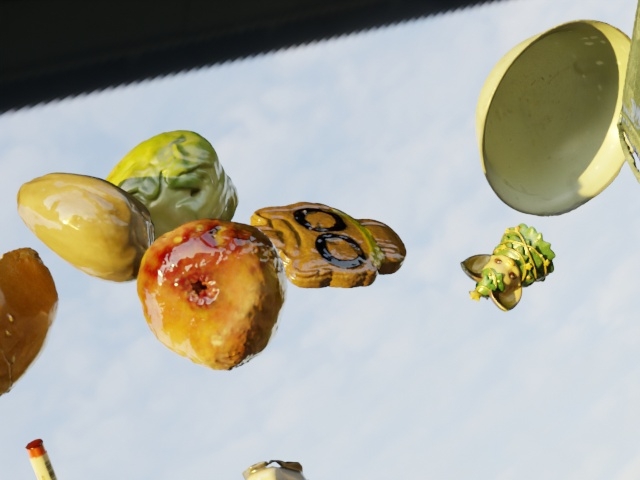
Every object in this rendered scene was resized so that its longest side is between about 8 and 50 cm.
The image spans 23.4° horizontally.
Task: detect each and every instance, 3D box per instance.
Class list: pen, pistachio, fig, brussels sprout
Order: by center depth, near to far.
[{"bbox_3d":[-0.103,0.072,1.652,0.159,0.159,0.257,-33,-17,-6],"label":"fig"},{"bbox_3d":[-0.279,-0.021,1.851,0.108,0.185,0.126,-46,-14,-56],"label":"pistachio"},{"bbox_3d":[-0.335,0.358,2.003,0.026,0.026,0.218,-23,-73,-21],"label":"pen"},{"bbox_3d":[-0.215,-0.050,2.030,0.223,0.161,0.223,-24,6,3],"label":"brussels sprout"}]

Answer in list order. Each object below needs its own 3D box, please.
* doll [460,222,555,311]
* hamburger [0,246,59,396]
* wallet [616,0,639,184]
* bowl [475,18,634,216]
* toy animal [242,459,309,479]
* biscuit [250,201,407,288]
[{"bbox_3d":[0.208,0.040,1.766,0.113,0.078,0.077,-40,-13,-14],"label":"doll"},{"bbox_3d":[-0.413,0.116,1.827,0.283,0.157,0.144,-36,-7,-40],"label":"hamburger"},{"bbox_3d":[0.361,-0.234,1.515,0.075,0.237,0.342,8,-68,1],"label":"wallet"},{"bbox_3d":[0.340,-0.205,2.390,0.313,0.146,0.313,-12,-64,-25],"label":"bowl"},{"bbox_3d":[-0.038,0.479,2.010,0.257,0.357,0.194,9,-40,-40],"label":"toy animal"},{"bbox_3d":[0.000,0.000,2.421,0.290,0.208,0.041,0,-55,-27],"label":"biscuit"}]
